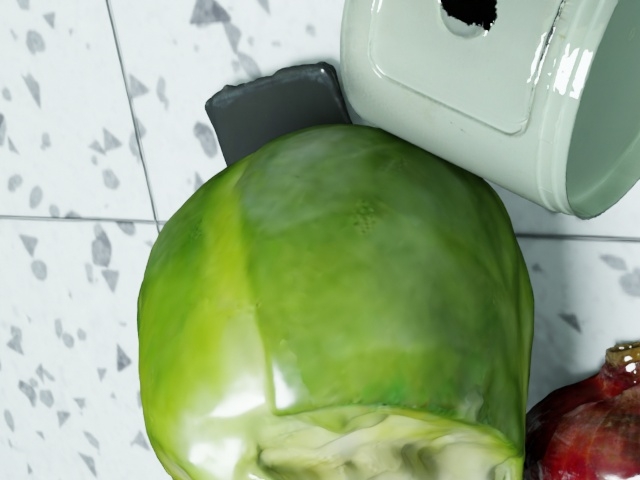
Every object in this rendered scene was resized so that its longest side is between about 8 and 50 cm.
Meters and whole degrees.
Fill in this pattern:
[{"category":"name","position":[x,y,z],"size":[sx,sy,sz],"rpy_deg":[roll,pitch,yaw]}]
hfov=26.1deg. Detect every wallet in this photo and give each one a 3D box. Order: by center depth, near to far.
[{"category":"wallet","position":[-0.001,0.000,1.119],"size":[0.146,0.030,0.285],"rpy_deg":[-10,104,41]}]

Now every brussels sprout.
[{"category":"brussels sprout","position":[0.018,0.094,0.954],"size":[0.275,0.315,0.371],"rpy_deg":[-10,133,6]}]

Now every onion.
[{"category":"onion","position":[0.222,0.157,0.970],"size":[0.206,0.098,0.151],"rpy_deg":[-1,110,39]}]

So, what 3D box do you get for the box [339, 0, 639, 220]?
[{"category":"box","position":[0.137,-0.142,0.816],"size":[0.149,0.226,0.226],"rpy_deg":[28,125,25]}]
